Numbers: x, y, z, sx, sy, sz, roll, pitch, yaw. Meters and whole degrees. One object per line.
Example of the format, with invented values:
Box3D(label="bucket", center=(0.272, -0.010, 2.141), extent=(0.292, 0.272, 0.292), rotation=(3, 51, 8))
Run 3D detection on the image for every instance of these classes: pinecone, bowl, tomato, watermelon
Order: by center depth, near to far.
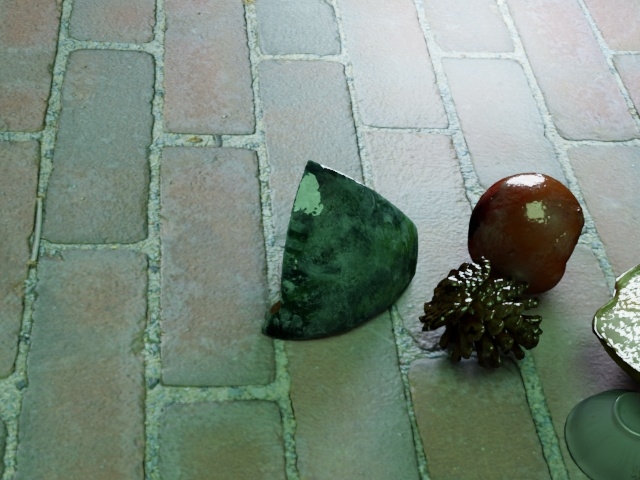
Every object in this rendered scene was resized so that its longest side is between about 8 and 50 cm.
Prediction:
Box3D(label="bowl", center=(0.477, 0.288, 1.563), extent=(0.189, 0.086, 0.189), rotation=(4, 45, -5))
Box3D(label="pinecone", center=(0.262, 0.121, 1.645), extent=(0.195, 0.150, 0.179), rotation=(20, 47, 11))
Box3D(label="watermelon", center=(0.000, 0.000, 1.702), extent=(0.320, 0.289, 0.213), rotation=(-30, 26, -16))
Box3D(label="tomato", center=(0.346, -0.015, 1.750), extent=(0.184, 0.208, 0.208), rotation=(23, 48, 16))

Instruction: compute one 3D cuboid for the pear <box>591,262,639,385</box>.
Box3D(label="pear", center=(0.639, 0.162, 1.589), extent=(0.386, 0.191, 0.340), rotation=(1, 39, 50))
